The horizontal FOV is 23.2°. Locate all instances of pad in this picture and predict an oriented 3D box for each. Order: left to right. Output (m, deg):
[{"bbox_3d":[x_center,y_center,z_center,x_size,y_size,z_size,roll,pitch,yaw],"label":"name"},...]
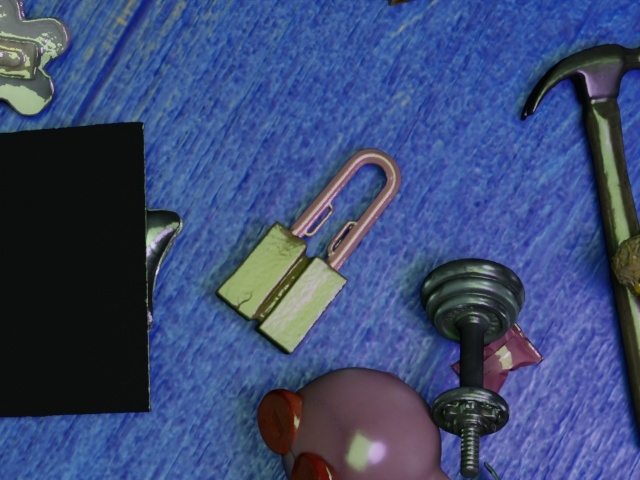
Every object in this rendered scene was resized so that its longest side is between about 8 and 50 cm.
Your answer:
[{"bbox_3d":[-0.271,0.031,1.612,0.202,0.005,0.299,-4,85,15],"label":"pad"}]

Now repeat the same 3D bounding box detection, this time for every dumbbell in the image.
[{"bbox_3d":[0.153,0.126,1.574,0.110,0.110,0.254,8,52,-4],"label":"dumbbell"}]

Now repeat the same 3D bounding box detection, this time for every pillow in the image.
[{"bbox_3d":[-0.200,0.025,1.624,0.091,0.055,0.135,18,83,-2],"label":"pillow"}]

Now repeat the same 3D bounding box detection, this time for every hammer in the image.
[{"bbox_3d":[0.331,0.006,1.671,0.168,0.044,0.439,-10,86,-6],"label":"hammer"}]

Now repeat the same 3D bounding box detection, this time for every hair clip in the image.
[{"bbox_3d":[-0.392,-0.202,1.611,0.257,0.075,0.146,5,98,-19],"label":"hair clip"}]

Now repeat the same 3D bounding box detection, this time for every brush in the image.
[{"bbox_3d":[0.000,0.000,1.647,0.103,0.047,0.233,39,82,0],"label":"brush"}]

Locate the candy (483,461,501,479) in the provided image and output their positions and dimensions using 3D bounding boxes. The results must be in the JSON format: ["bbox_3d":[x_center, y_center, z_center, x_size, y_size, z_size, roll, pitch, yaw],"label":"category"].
[{"bbox_3d":[0.093,0.419,1.510,0.398,0.263,0.172,-41,101,-7],"label":"candy"}]

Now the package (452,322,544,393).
[{"bbox_3d":[0.189,0.129,1.658,0.083,0.029,0.059,-39,84,-2],"label":"package"}]

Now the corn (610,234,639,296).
[{"bbox_3d":[0.423,0.049,1.627,0.262,0.097,0.097,18,84,-21],"label":"corn"}]

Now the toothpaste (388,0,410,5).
[{"bbox_3d":[0.155,-0.299,1.688,0.179,0.037,0.043,-15,83,-6],"label":"toothpaste"}]

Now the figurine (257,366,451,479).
[{"bbox_3d":[0.041,0.210,1.576,0.173,0.173,0.173,0,85,-4],"label":"figurine"}]
